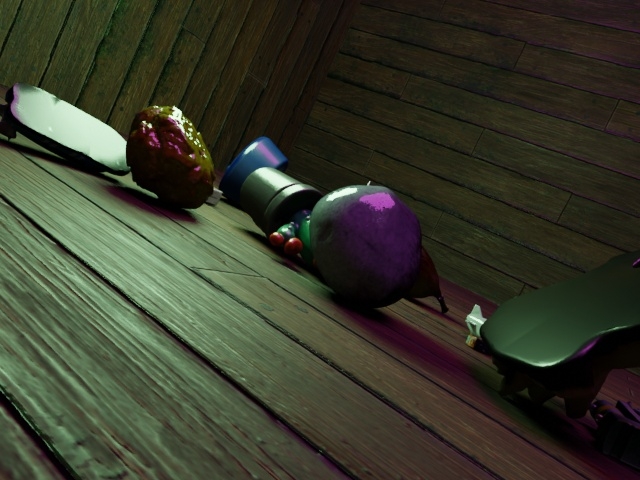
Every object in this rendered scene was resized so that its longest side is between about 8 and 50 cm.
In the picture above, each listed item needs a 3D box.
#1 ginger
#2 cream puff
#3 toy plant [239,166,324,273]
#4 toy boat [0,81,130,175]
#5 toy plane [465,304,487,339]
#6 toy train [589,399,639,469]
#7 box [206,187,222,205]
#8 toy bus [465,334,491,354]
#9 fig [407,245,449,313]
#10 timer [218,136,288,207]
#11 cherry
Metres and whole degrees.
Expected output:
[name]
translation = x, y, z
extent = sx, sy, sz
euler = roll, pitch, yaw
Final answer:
[ginger]
translation = 0.488, 0.193, 0.940
extent = 0.211, 0.358, 0.413
euler = 60, 14, -4
[cream puff]
translation = -0.349, -0.193, 1.241
extent = 0.196, 0.244, 0.244
euler = -5, 13, -14
[toy plant]
translation = -0.041, -0.037, 1.357
extent = 0.400, 0.185, 0.279
euler = 40, -6, 39
[toy boat]
translation = -0.570, -0.224, 1.192
extent = 0.299, 0.092, 0.134
euler = 31, 33, -47
[toy plane]
translation = 0.472, 0.249, 1.428
extent = 0.174, 0.080, 0.174
euler = 27, 6, -3
[toy train]
translation = 0.539, 0.331, 0.918
extent = 0.132, 0.083, 0.200
euler = 23, 4, 13
[box]
translation = -0.392, -0.163, 1.613
extent = 0.129, 0.051, 0.130
euler = 30, 6, 39
[toy bus]
translation = 0.404, 0.258, 1.280
extent = 0.110, 0.031, 0.043
euler = 22, -1, -25
[fig]
translation = 0.299, 0.124, 1.619
extent = 0.274, 0.170, 0.145
euler = 44, 23, -5
[timer]
translation = -0.148, -0.159, 1.923
extent = 0.383, 0.270, 0.270
euler = 41, 6, 1
[cherry]
translation = 0.099, 0.003, 1.130
extent = 0.255, 0.218, 0.296
euler = 28, 46, -35
